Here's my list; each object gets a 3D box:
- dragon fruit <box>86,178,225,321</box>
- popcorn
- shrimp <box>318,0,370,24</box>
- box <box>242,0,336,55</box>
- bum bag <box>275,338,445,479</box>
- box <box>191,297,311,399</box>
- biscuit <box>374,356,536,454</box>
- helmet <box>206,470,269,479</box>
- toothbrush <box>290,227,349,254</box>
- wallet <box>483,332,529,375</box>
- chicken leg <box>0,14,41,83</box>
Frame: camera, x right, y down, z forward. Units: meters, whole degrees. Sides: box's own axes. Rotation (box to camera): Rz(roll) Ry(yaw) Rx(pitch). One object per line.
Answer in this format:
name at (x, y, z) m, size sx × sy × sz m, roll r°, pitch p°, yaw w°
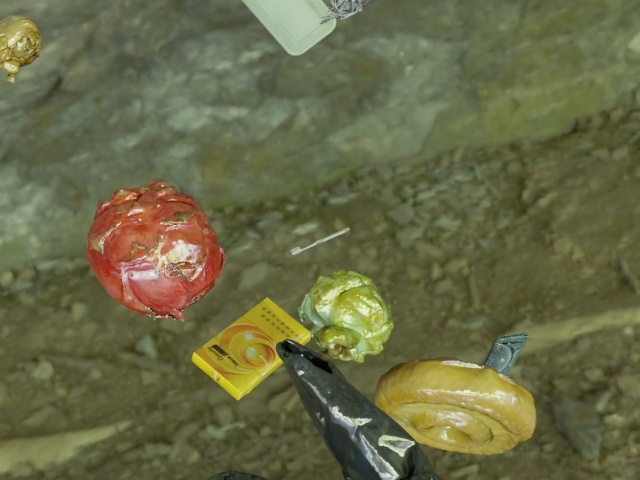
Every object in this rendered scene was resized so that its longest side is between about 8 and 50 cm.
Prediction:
dragon fruit at (-0.293, 0.015, 1.740) m, size 0.241 × 0.252 × 0.241 m, roll -34°, pitch 21°, yaw 16°
popcorn at (0.045, 0.154, 1.901) m, size 0.198 × 0.198 × 0.212 m, roll -10°, pitch 32°, yaw 27°
shrimp at (0.051, -0.437, 1.760) m, size 0.165 × 0.065 × 0.056 m, roll -35°, pitch 45°, yaw 29°
box at (-0.134, -0.695, 2.513) m, size 0.177 × 0.352 × 0.343 m, roll -35°, pitch 37°, yaw 12°
bum bag at (0.057, 0.206, 0.907) m, size 0.074 × 0.310 × 0.137 m, roll -43°, pitch -18°, yaw -8°
box at (-0.158, 0.252, 2.310) m, size 0.152 × 0.043 × 0.269 m, roll 37°, pitch 45°, yaw 18°
biscuit at (0.243, 0.314, 1.786) m, size 0.296 × 0.296 × 0.102 m, roll -8°, pitch 52°, yaw 33°
helmet at (-0.036, 0.352, 0.906) m, size 0.160 × 0.230 × 0.279 m, roll 20°, pitch 21°, yaw -42°
toothbrush at (0.000, 0.000, 1.416) m, size 0.097 × 0.008 × 0.006 m, roll -22°, pitch -28°, yaw -20°
wallet at (0.397, 0.256, 2.130) m, size 0.088 × 0.129 × 0.026 m, roll -4°, pitch 41°, yaw -30°
chicken leg at (-0.556, -0.298, 1.609) m, size 0.208 × 0.101 × 0.085 m, roll -21°, pitch -24°, yaw 1°
